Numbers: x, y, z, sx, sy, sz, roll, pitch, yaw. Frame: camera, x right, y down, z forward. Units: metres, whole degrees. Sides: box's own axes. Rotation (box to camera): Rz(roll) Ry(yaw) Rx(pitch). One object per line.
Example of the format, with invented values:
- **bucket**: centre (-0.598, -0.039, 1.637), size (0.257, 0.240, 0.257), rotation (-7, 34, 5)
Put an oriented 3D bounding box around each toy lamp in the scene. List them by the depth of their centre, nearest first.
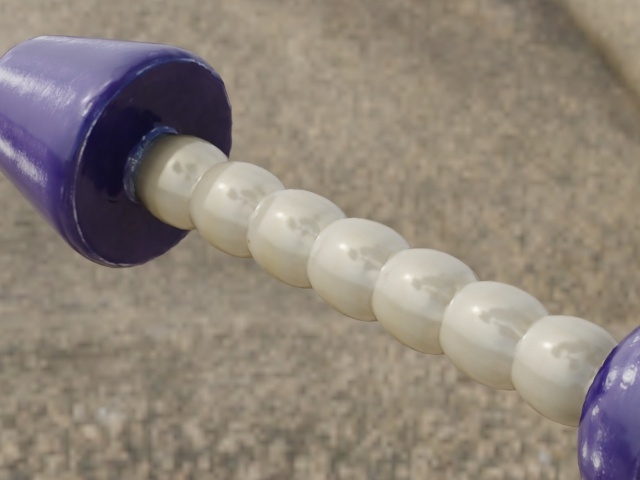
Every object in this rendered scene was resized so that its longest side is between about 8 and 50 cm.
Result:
- **toy lamp**: centre (0.000, 0.000, 0.550), size (0.274, 0.080, 0.080), rotation (24, 28, 33)
